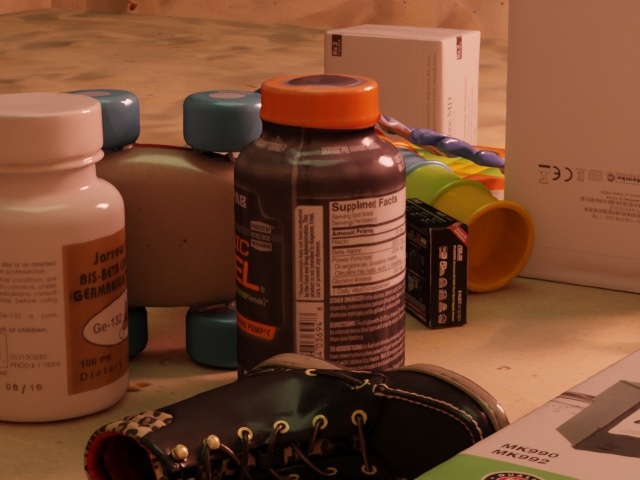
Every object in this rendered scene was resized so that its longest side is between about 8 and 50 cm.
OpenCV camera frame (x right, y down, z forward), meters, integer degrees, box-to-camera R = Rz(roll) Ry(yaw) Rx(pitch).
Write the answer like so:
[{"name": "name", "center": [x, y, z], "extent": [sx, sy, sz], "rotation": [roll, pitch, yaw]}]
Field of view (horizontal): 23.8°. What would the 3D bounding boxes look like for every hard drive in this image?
[{"name": "hard drive", "center": [0.286, -0.128, 1.419], "extent": [0.233, 0.353, 0.047], "rotation": [8, 17, 30]}]

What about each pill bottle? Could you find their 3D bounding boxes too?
[{"name": "pill bottle", "center": [-0.211, 0.010, 1.139], "extent": [0.131, 0.229, 0.131], "rotation": [0, 15, 0]}, {"name": "pill bottle", "center": [0.000, 0.000, 1.140], "extent": [0.131, 0.245, 0.130], "rotation": [0, 14, 0]}]

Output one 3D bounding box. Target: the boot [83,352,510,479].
[{"name": "boot", "center": [-0.017, 0.134, 0.947], "extent": [0.179, 0.085, 0.236], "rotation": [-16, 15, -41]}]

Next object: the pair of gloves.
[{"name": "pair of gloves", "center": [0.125, -0.101, 1.607], "extent": [0.159, 0.023, 0.198], "rotation": [18, 4, -43]}]

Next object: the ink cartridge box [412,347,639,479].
[{"name": "ink cartridge box", "center": [0.191, 0.159, 0.763], "extent": [0.211, 0.121, 0.289], "rotation": [10, 17, 34]}]

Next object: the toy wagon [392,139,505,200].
[{"name": "toy wagon", "center": [0.167, -0.059, 1.728], "extent": [0.344, 0.068, 0.267], "rotation": [8, 17, 30]}]

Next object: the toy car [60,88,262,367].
[{"name": "toy car", "center": [-0.117, -0.030, 1.318], "extent": [0.210, 0.219, 0.238], "rotation": [1, 13, 7]}]

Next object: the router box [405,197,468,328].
[{"name": "router box", "center": [0.093, 0.019, 1.377], "extent": [0.038, 0.092, 0.122], "rotation": [-5, 16, -18]}]

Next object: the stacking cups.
[{"name": "stacking cups", "center": [0.094, -0.050, 1.548], "extent": [0.096, 0.096, 0.316], "rotation": [-7, 25, -26]}]

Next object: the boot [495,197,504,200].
[{"name": "boot", "center": [0.196, -0.008, 1.557], "extent": [0.158, 0.059, 0.084], "rotation": [-2, 19, -10]}]

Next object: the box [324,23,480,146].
[{"name": "box", "center": [0.108, -0.190, 2.016], "extent": [0.182, 0.180, 0.119], "rotation": [9, 17, 30]}]

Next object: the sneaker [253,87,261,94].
[{"name": "sneaker", "center": [-0.035, -0.056, 1.492], "extent": [0.128, 0.182, 0.315], "rotation": [-3, 14, -4]}]
